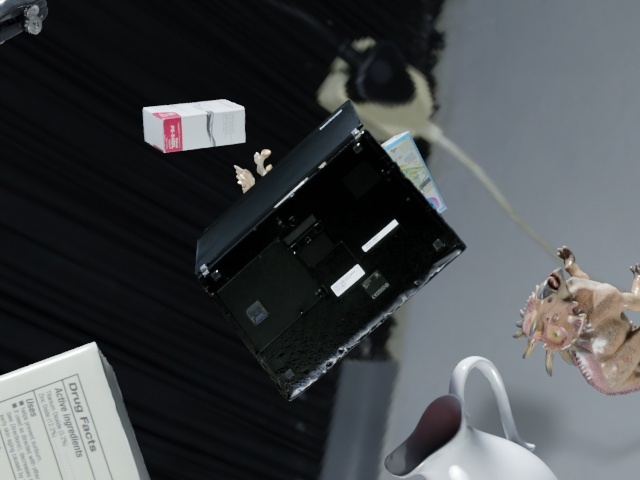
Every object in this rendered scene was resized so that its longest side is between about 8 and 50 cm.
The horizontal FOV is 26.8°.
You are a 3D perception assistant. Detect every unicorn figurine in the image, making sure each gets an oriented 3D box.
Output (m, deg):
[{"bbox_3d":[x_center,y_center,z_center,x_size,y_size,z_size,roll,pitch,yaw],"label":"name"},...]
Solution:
[{"bbox_3d":[-0.026,-0.060,1.733,0.162,0.111,0.060,16,46,21],"label":"unicorn figurine"}]

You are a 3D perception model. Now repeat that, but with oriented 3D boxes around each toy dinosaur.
[{"bbox_3d":[0.365,0.132,1.783,0.127,0.295,0.200,-17,28,53],"label":"toy dinosaur"}]

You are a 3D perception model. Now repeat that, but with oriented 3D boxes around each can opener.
[{"bbox_3d":[-0.371,-0.233,1.471,0.073,0.059,0.186,24,45,23],"label":"can opener"}]

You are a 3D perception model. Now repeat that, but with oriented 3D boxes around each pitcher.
[{"bbox_3d":[0.191,0.246,1.478,0.125,0.207,0.177,-10,41,57],"label":"pitcher"}]

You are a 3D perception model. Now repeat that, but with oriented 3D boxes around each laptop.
[{"bbox_3d":[0.000,0.000,1.400,0.234,0.136,0.264,-42,67,8],"label":"laptop"}]

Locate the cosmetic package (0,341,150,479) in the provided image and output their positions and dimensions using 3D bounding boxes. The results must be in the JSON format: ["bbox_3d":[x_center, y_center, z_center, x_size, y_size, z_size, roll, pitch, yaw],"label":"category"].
[{"bbox_3d":[-0.261,0.197,0.865,0.310,0.113,0.160,-18,77,-8],"label":"cosmetic package"}]

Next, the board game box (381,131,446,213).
[{"bbox_3d":[0.070,-0.047,1.530,0.026,0.103,0.154,-17,13,48],"label":"board game box"}]

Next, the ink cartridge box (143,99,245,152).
[{"bbox_3d":[-0.215,-0.197,2.297,0.109,0.151,0.063,-149,54,-61],"label":"ink cartridge box"}]
